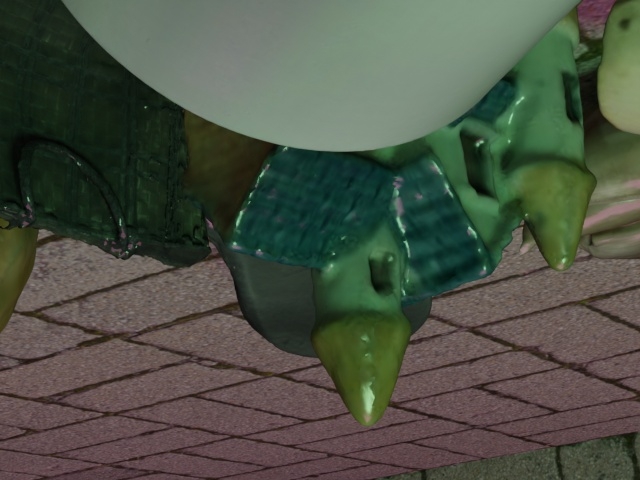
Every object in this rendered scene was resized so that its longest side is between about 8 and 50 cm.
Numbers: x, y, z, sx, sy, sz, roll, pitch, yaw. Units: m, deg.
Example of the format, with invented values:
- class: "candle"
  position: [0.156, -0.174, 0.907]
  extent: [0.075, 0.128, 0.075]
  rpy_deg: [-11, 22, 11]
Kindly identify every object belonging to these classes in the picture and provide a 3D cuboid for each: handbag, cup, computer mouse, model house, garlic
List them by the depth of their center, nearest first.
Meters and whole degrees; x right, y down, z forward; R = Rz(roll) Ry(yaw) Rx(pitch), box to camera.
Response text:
- class: "cup"
  position: [0.049, -0.210, 0.461]
  extent: [0.253, 0.253, 0.371]
  rpy_deg: [5, 158, -24]
- class: "model house"
  position: [0.049, -0.053, 0.800]
  extent: [0.194, 0.325, 0.267]
  rpy_deg: [-19, 156, 41]
- class: "handbag"
  position: [-0.177, -0.078, 0.902]
  extent: [0.088, 0.175, 0.270]
  rpy_deg: [-21, 156, 36]
- class: "garlic"
  position: [0.326, -0.072, 1.094]
  extent: [0.325, 0.132, 0.279]
  rpy_deg: [-18, 156, 28]
- class: "computer mouse"
  position: [0.000, 0.000, 1.251]
  extent: [0.188, 0.122, 0.371]
  rpy_deg: [-10, 153, 6]

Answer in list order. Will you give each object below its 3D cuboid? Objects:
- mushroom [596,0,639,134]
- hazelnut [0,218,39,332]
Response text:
- class: "mushroom"
  position: [0.355, -0.097, 0.829]
  extent: [0.336, 0.314, 0.314]
  rpy_deg: [12, 169, 26]
- class: "hazelnut"
  position: [-0.360, 0.004, 1.089]
  extent: [0.241, 0.261, 0.261]
  rpy_deg: [23, 173, 27]
